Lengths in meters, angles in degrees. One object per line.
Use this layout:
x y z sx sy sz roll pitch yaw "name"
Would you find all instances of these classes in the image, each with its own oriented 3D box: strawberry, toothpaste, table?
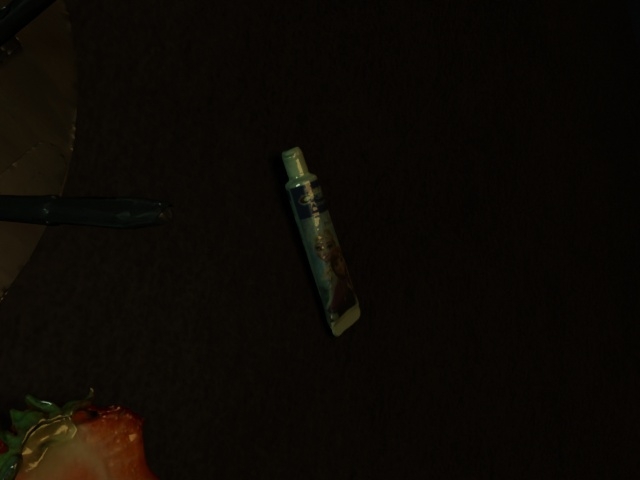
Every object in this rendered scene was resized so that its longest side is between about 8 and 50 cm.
-0.180 0.197 0.547 0.147 0.082 0.187 -35 112 -41 "strawberry"
0.000 0.000 0.832 0.062 0.037 0.216 -31 108 -49 "toothpaste"
-0.212 -0.141 0.472 0.317 0.249 0.317 15 69 -45 "table"
